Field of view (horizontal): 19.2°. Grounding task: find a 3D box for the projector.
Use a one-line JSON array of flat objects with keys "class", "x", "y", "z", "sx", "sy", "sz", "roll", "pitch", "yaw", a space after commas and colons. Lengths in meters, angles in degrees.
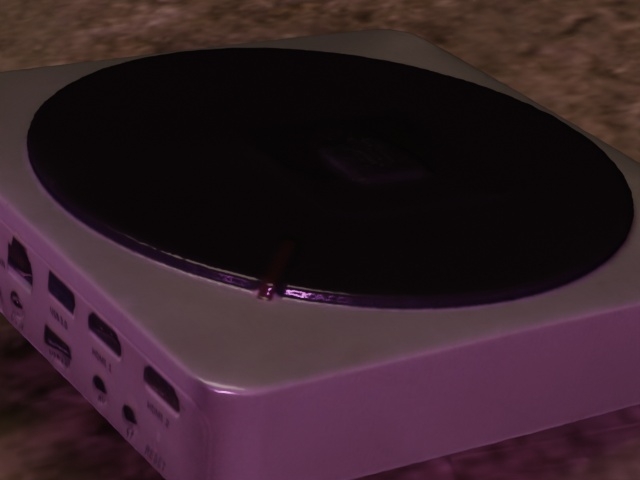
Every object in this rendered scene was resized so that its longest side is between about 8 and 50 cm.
[{"class": "projector", "x": 0.000, "y": 0.000, "z": 0.727, "sx": 0.259, "sy": 0.079, "sz": 0.257, "roll": -10, "pitch": 30, "yaw": -34}]
